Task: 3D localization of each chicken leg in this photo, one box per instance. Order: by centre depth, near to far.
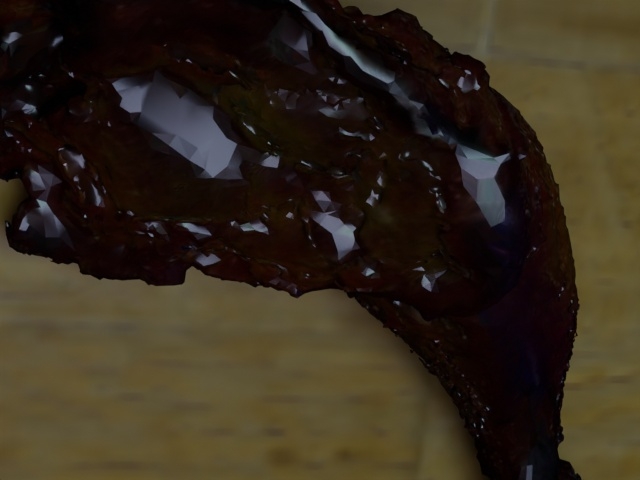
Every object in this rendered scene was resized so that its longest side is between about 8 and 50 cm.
[{"bbox_3d":[0.003,-0.005,0.363,0.205,0.053,0.093,37,114,-17],"label":"chicken leg"}]
